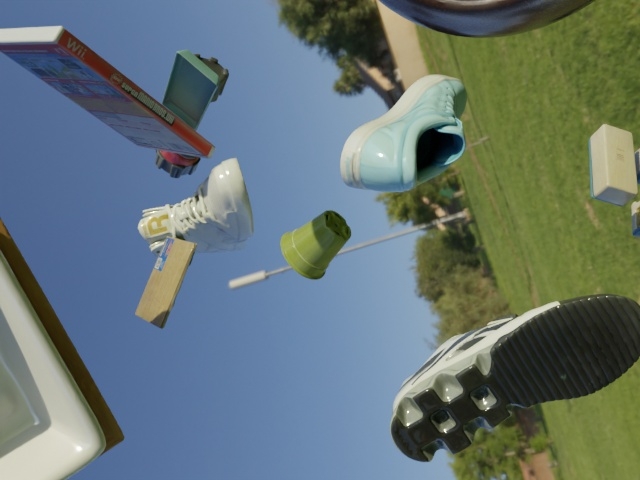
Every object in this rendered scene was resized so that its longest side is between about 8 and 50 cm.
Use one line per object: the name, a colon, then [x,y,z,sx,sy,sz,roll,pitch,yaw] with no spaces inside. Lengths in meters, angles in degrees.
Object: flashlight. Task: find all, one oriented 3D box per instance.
flashlight: [-0.272,-0.257,1.332,0.103,0.304,0.103,38,-132,-3]

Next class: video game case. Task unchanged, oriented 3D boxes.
video game case: [-0.313,-0.210,0.921,0.285,0.204,0.025,37,-107,-48]

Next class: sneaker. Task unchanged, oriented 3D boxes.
sneaker: [0.189,-0.172,1.057,0.366,0.150,0.135,-44,-42,-39]
sneaker: [-0.199,-0.030,0.983,0.292,0.169,0.108,120,136,-68]
sneaker: [0.234,0.145,0.795,0.123,0.330,0.146,61,-168,-10]

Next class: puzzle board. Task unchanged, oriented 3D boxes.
puzzle board: [-0.225,0.059,0.919,0.011,0.096,0.128,27,-100,-36]

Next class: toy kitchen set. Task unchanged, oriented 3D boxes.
toy kitchen set: [0.509,-0.067,1.031,0.166,0.207,0.122,117,167,-59]

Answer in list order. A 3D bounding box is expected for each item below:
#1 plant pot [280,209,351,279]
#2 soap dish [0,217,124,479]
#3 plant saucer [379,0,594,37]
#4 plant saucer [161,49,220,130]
plant pot: [0.000,0.000,0.885,0.083,0.079,0.083,31,-143,-26]
soap dish: [-0.345,0.117,0.552,0.118,0.228,0.291,6,123,60]
plant saucer: [0.119,-0.300,0.476,0.050,0.310,0.311,-56,-50,-46]
plant saucer: [-0.184,-0.210,0.887,0.067,0.018,0.192,39,162,-11]
